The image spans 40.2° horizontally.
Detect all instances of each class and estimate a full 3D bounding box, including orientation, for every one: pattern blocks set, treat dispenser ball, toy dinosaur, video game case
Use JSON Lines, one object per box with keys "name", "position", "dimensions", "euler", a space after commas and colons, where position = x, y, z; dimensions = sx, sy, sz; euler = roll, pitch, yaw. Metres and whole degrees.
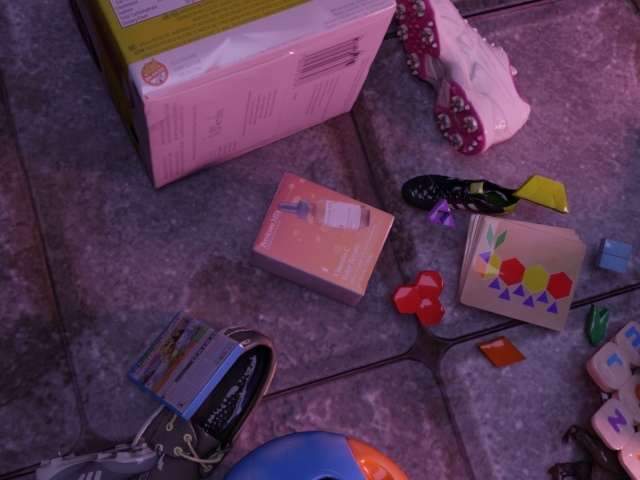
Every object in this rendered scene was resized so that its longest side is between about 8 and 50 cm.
{"name": "pattern blocks set", "position": [0.292, 0.044, 1.293], "dimensions": [0.325, 0.026, 0.285], "euler": [24, 88, -10]}
{"name": "treat dispenser ball", "position": [-0.008, 0.379, 1.065], "dimensions": [0.288, 0.288, 0.288], "euler": [2, 75, -6]}
{"name": "toy dinosaur", "position": [0.411, 0.344, 1.231], "dimensions": [0.160, 0.121, 0.313], "euler": [11, 57, -20]}
{"name": "video game case", "position": [-0.185, 0.164, 1.179], "dimensions": [0.119, 0.166, 0.015], "euler": [-52, 126, -16]}

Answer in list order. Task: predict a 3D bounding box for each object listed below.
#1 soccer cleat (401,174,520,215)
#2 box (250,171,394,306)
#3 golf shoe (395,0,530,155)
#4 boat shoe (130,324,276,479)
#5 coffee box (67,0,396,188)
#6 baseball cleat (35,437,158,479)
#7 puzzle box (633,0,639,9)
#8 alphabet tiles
{"name": "soccer cleat", "position": [0.214, -0.073, 1.323], "dimensions": [0.179, 0.072, 0.060], "euler": [7, 75, -5]}
{"name": "box", "position": [0.000, 0.000, 1.269], "dimensions": [0.171, 0.091, 0.130], "euler": [22, 74, -1]}
{"name": "golf shoe", "position": [0.221, -0.286, 1.373], "dimensions": [0.140, 0.115, 0.306], "euler": [-20, 85, -22]}
{"name": "boat shoe", "position": [-0.162, 0.250, 1.170], "dimensions": [0.109, 0.091, 0.305], "euler": [39, 73, -24]}
{"name": "coffee box", "position": [-0.147, -0.323, 1.200], "dimensions": [0.338, 0.337, 0.334], "euler": [-24, 80, -15]}
{"name": "baseball cleat", "position": [-0.282, 0.319, 1.129], "dimensions": [0.206, 0.072, 0.109], "euler": [-15, 85, 34]}
{"name": "puzzle box", "position": [0.664, -0.567, 1.520], "dimensions": [0.409, 0.052, 0.272], "euler": [-32, 82, -14]}
{"name": "alphabet tiles", "position": [0.499, 0.257, 1.246], "dimensions": [0.278, 0.021, 0.284], "euler": [-30, 79, -39]}
